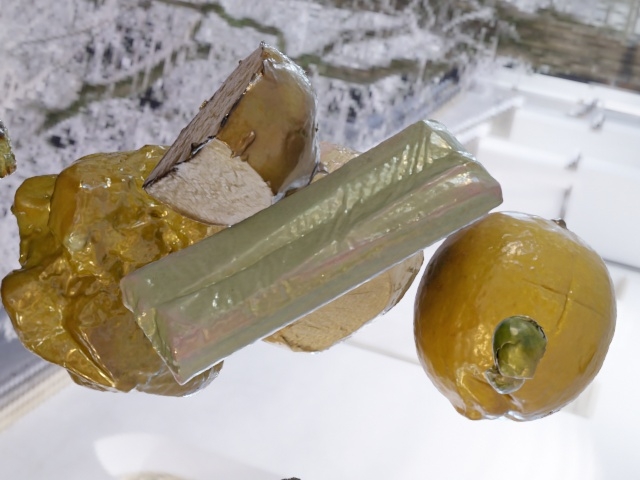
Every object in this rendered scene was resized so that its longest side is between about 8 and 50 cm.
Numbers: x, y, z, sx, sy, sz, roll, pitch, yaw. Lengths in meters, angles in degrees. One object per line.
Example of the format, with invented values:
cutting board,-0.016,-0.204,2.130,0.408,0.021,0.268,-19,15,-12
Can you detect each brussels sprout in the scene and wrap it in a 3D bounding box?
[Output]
brussels sprout,0.168,0.104,0.948,0.051,0.046,0.083,-77,-7,-46

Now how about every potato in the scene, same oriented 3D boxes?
potato,-0.042,-0.059,0.726,0.100,0.089,0.172,-61,15,-23

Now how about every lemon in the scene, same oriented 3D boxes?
lemon,0.268,0.108,1.537,0.297,0.297,0.297,15,-90,-74

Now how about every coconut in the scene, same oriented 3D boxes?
coconut,-0.002,0.002,0.970,0.194,0.194,0.194,15,-90,-74

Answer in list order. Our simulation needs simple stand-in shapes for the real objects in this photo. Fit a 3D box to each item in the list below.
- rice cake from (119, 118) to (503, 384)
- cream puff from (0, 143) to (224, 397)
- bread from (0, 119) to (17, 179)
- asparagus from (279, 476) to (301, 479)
rice cake,-0.006,0.005,0.639,0.222,0.080,0.042,-28,-42,-7
cream puff,-0.163,0.035,1.206,0.323,0.274,0.269,4,-112,-64
bread,-0.441,-0.110,1.292,0.140,0.128,0.069,-22,-47,-31
asparagus,-0.138,0.342,1.443,0.023,0.233,0.022,-111,13,-60
